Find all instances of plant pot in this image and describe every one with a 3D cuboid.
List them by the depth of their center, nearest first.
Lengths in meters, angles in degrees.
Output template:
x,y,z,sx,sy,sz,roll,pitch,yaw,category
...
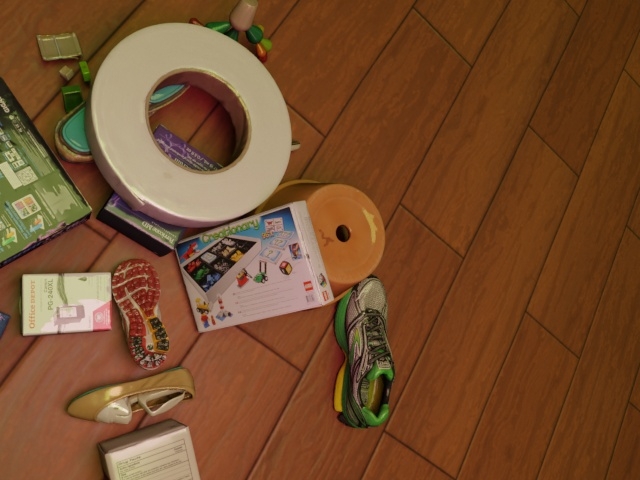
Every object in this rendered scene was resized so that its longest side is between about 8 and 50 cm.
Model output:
x,y,z,sx,sy,sz,roll,pitch,yaw,category
0.000,0.000,1.231,0.291,0.203,0.291,5,80,-29,plant pot

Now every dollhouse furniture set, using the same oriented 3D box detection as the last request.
x,y,z,sx,sy,sz,roll,pitch,yaw,category
-0.496,-0.331,1.150,0.076,0.058,0.152,-16,70,-22,dollhouse furniture set

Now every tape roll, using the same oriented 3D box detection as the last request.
x,y,z,sx,sy,sz,roll,pitch,yaw,category
-0.240,-0.216,1.116,0.392,0.072,0.392,6,78,-30,tape roll

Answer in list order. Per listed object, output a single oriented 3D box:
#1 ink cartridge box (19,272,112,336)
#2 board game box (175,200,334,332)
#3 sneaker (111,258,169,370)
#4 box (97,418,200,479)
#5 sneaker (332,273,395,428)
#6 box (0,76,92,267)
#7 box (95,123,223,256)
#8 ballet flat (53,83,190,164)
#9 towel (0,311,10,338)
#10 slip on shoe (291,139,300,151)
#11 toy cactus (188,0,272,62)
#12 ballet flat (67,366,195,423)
x,y,z,sx,sy,sz,roll,pitch,yaw,category
-0.464,0.116,1.071,0.150,0.063,0.109,0,82,-28,ink cartridge box
-0.137,0.057,1.129,0.053,0.305,0.193,-16,90,-60,board game box
-0.348,0.142,1.122,0.088,0.093,0.225,-5,68,-23,sneaker
-0.301,0.464,1.066,0.148,0.127,0.232,-11,87,-29,box
0.118,0.246,1.314,0.134,0.146,0.343,6,79,-27,sneaker
-0.610,-0.094,1.020,0.293,0.073,0.295,-36,97,-25,box
-0.316,-0.094,1.159,0.153,0.108,0.207,33,68,-20,box
-0.380,-0.271,1.151,0.123,0.123,0.348,47,61,-14,ballet flat
-0.593,0.172,1.012,0.067,0.029,0.119,27,70,-23,towel
-0.106,-0.200,1.328,0.135,0.051,0.041,-20,131,-37,slip on shoe
-0.184,-0.450,1.255,0.219,0.180,0.112,3,60,-33,toy cactus
-0.342,0.297,1.090,0.232,0.080,0.073,-13,50,-30,ballet flat
